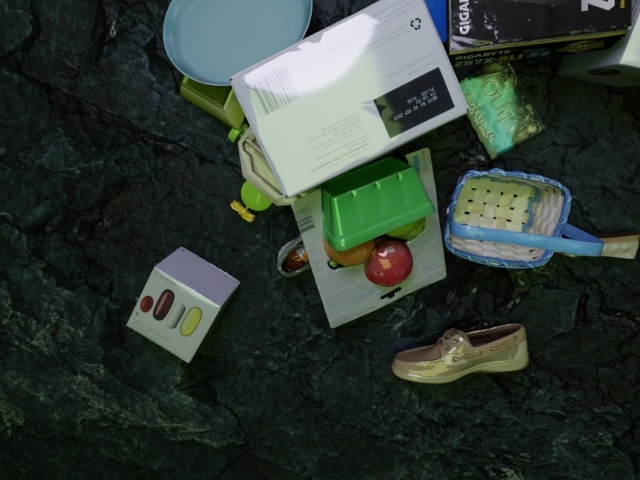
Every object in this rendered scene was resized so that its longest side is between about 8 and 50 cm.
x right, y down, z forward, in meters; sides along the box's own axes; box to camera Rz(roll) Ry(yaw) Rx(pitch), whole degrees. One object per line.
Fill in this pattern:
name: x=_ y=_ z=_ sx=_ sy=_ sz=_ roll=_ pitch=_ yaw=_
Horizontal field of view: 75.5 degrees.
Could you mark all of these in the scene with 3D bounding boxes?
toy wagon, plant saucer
toy wagon: x=-0.088 y=-0.192 z=0.978 sx=0.267 sy=0.068 sz=0.344 roll=40 pitch=110 yaw=-5
plant saucer: x=-0.168 y=-0.448 z=0.851 sx=0.317 sy=0.044 sz=0.318 roll=-3 pitch=75 yaw=11
plant saucer: x=-0.224 y=-0.373 z=0.913 sx=0.188 sy=0.045 sz=0.188 roll=34 pitch=106 yaw=17

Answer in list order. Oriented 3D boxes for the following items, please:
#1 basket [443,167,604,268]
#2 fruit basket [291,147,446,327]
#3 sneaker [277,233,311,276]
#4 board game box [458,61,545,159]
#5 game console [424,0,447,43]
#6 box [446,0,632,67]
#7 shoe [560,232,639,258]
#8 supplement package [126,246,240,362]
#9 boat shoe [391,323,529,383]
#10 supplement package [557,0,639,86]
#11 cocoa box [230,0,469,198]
basket: x=0.384 y=-0.038 z=0.839 sx=0.254 sy=0.289 sz=0.201 roll=11 pitch=104 yaw=8
fruit basket: x=0.126 y=0.002 z=0.943 sx=0.327 sy=0.165 sz=0.353 roll=-23 pitch=126 yaw=-9
sneaker: x=0.000 y=0.000 z=1.007 sx=0.271 sy=0.108 sz=0.100 roll=-42 pitch=97 yaw=14
board game box: x=0.382 y=-0.287 z=0.898 sx=0.126 sy=0.026 sz=0.186 roll=-32 pitch=101 yaw=17
game console: x=0.292 y=-0.552 z=0.824 sx=0.250 sy=0.173 sz=0.293 roll=8 pitch=112 yaw=39
box: x=0.332 y=-0.459 z=0.656 sx=0.257 sy=0.079 sz=0.322 roll=0 pitch=91 yaw=13
shoe: x=0.606 y=0.016 z=0.939 sx=0.219 sy=0.076 sz=0.058 roll=-2 pitch=103 yaw=7
supplement package: x=-0.358 y=0.167 z=1.092 sx=0.194 sy=0.149 sz=0.203 roll=31 pitch=111 yaw=-2
boat shoe: x=0.346 y=0.275 z=1.048 sx=0.341 sy=0.121 sz=0.110 roll=-9 pitch=102 yaw=1
supplement package: x=0.558 y=-0.358 z=0.733 sx=0.139 sy=0.244 sz=0.134 roll=13 pitch=109 yaw=4
cocoa box: x=0.050 y=-0.261 z=0.791 sx=0.347 sy=0.228 sz=0.231 roll=-25 pitch=100 yaw=7
